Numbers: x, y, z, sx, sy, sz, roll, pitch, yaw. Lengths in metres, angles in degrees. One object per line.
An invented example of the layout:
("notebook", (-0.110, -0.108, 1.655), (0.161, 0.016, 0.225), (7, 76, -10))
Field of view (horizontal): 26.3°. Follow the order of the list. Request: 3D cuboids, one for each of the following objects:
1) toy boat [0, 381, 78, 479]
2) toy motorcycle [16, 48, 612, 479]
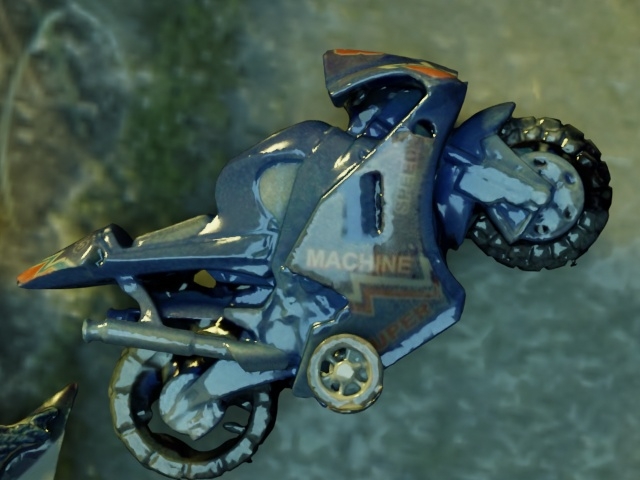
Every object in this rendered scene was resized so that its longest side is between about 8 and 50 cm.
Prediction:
("toy boat", (-0.175, 0.129, 0.483), (0.219, 0.072, 0.318), (-22, 75, -2))
("toy motorcycle", (0.000, 0.000, 0.497), (0.205, 0.076, 0.114), (-32, 91, 2))
